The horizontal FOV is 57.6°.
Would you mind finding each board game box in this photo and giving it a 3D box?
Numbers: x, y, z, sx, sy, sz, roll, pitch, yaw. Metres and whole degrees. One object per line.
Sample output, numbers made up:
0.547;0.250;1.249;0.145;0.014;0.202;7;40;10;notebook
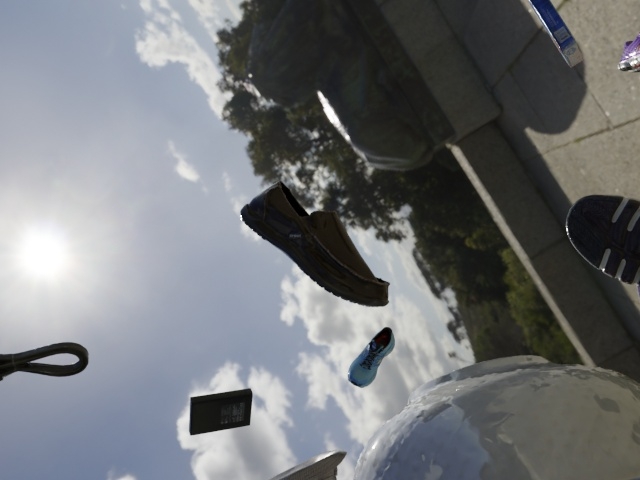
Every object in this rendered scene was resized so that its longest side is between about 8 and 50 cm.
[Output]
0.273;-0.255;0.683;0.090;0.020;0.090;-2;-116;-59;board game box

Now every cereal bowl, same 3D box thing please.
0.191;0.215;0.615;0.339;0.339;0.141;46;-152;-57;cereal bowl

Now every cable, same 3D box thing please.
-0.582;0.222;1.059;0.072;0.287;0.139;29;135;63;cable

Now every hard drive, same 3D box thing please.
-0.219;0.377;1.278;0.022;0.135;0.094;-133;45;-56;hard drive

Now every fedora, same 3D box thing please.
-0.040;0.496;1.092;0.275;0.244;0.124;100;146;-70;fedora

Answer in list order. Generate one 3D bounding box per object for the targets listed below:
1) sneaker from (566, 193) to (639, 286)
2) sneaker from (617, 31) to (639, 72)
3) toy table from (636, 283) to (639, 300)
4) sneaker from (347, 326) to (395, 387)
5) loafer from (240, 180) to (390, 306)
0.483;0.023;0.788;0.281;0.106;0.163;30;-162;31;sneaker
0.581;-0.343;1.018;0.170;0.068;0.071;-144;56;-80;sneaker
0.713;0.107;1.138;0.274;0.161;0.252;7;-107;-60;toy table
0.112;0.254;1.299;0.063;0.162;0.073;26;146;20;sneaker
0.000;0.000;0.704;0.220;0.078;0.080;36;-173;15;loafer
